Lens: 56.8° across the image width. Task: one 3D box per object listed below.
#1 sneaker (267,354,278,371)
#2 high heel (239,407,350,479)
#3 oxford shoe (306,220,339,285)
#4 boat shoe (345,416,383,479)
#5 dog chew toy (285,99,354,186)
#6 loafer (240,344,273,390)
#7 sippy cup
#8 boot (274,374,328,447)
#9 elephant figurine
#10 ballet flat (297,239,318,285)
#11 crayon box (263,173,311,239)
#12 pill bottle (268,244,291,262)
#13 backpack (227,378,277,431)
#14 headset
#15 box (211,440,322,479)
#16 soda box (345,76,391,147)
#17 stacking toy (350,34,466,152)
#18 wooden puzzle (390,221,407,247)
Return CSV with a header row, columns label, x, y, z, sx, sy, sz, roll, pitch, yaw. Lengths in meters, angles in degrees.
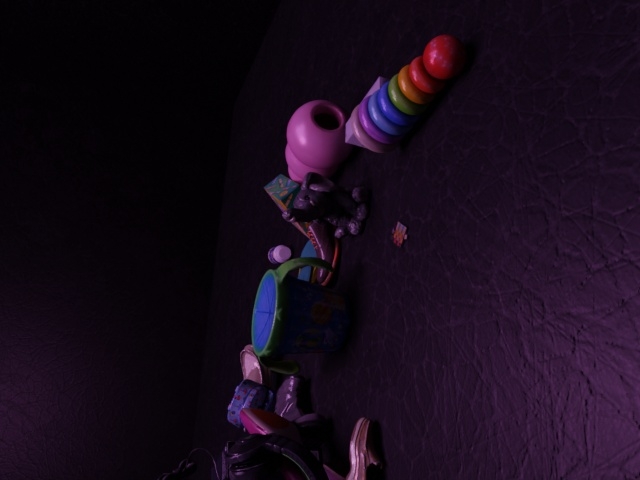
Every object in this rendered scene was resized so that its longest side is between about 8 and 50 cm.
label,x,y,z,sx,sy,sz,roll,pitch,yaw
sneaker,-0.203,0.383,2.162,0.226,0.086,0.163,-126,52,-63
high heel,-0.090,0.567,1.464,0.377,0.127,0.181,25,98,39
oxford shoe,0.000,0.000,1.760,0.097,0.098,0.271,141,136,-63
boat shoe,0.104,0.479,1.278,0.072,0.068,0.190,-11,55,33
dog chew toy,-0.015,-0.277,1.826,0.332,0.206,0.207,116,157,-60
loafer,-0.222,0.490,2.028,0.102,0.092,0.268,-26,76,36
sippy cup,-0.048,0.207,1.595,0.305,0.224,0.240,126,148,-53
boot,-0.074,0.487,1.708,0.338,0.118,0.223,-47,30,49
elephant figurine,-0.001,-0.104,1.600,0.186,0.239,0.169,161,118,-69
ballet flat,-0.025,0.091,1.809,0.077,0.077,0.231,-16,38,27
crayon box,-0.085,-0.117,1.948,0.081,0.165,0.278,-39,21,-4
pill bottle,-0.150,0.052,2.216,0.120,0.067,0.067,164,115,-69
backpack,-0.214,0.523,1.867,0.158,0.117,0.173,-66,-24,-20
headset,-0.171,0.567,1.352,0.394,0.185,0.243,5,97,28
box,-0.147,0.632,1.593,0.184,0.261,0.103,119,154,-44
soda box,0.141,-0.335,1.570,0.216,0.074,0.069,132,145,-57
stacking toy,0.200,-0.335,1.327,0.330,0.141,0.141,137,139,-55
wooden puzzle,0.185,-0.014,1.375,0.083,0.006,0.049,-129,52,-66
